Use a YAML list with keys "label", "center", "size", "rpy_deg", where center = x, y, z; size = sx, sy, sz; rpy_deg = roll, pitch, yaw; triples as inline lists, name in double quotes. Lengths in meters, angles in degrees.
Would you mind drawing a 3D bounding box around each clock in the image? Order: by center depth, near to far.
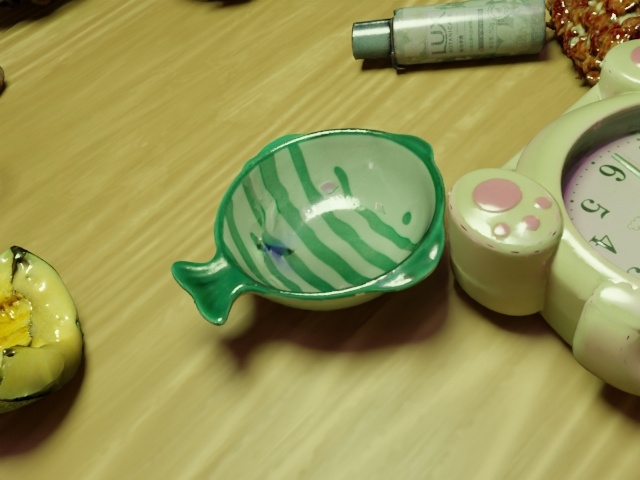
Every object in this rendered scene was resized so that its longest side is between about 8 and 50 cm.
- label: "clock"
  center: [0.283, -0.005, 0.478]
  size: [0.284, 0.114, 0.309]
  rpy_deg: [-39, 53, -20]

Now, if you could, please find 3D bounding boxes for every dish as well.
- label: "dish"
  center: [0.000, 0.000, 0.567]
  size: [0.246, 0.078, 0.224]
  rpy_deg: [-34, 50, -16]

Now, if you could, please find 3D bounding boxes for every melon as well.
- label: "melon"
  center: [-0.274, 0.096, 0.565]
  size: [0.128, 0.079, 0.160]
  rpy_deg: [-29, 48, 13]

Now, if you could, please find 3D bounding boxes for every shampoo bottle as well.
- label: "shampoo bottle"
  center: [0.144, -0.237, 0.740]
  size: [0.214, 0.072, 0.072]
  rpy_deg: [-2, 50, 13]

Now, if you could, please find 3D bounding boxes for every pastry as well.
- label: "pastry"
  center: [0.307, -0.233, 0.671]
  size: [0.097, 0.115, 0.208]
  rpy_deg: [6, 43, -6]

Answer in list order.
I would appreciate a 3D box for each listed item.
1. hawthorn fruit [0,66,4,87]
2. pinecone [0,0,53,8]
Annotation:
- label: "hawthorn fruit"
  center: [-0.472, -0.211, 0.877]
  size: [0.067, 0.066, 0.103]
  rpy_deg: [-6, 51, 9]
- label: "pinecone"
  center: [-0.494, -0.507, 1.013]
  size: [0.299, 0.242, 0.295]
  rpy_deg: [10, 49, -4]
